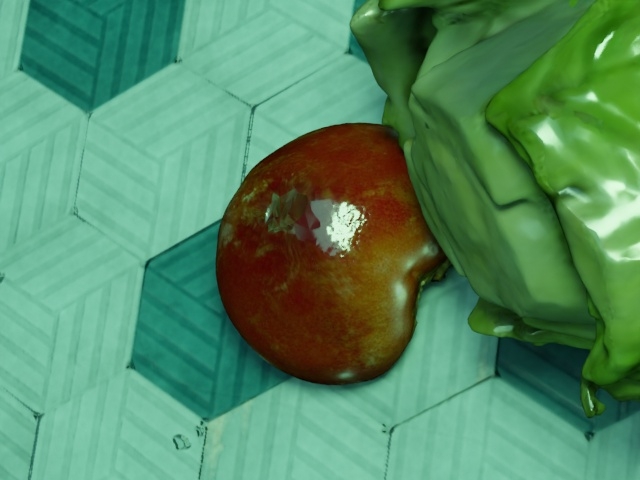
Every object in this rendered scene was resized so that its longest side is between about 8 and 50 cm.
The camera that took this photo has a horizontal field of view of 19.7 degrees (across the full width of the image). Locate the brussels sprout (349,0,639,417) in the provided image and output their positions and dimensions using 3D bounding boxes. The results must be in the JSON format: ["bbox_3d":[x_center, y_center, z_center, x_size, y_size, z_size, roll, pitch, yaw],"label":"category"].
[{"bbox_3d":[0.259,-0.099,1.386,0.361,0.342,0.425,-25,70,-14],"label":"brussels sprout"}]

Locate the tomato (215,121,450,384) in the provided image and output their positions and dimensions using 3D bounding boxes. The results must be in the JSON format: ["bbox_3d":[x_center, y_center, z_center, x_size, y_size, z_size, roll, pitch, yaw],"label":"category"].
[{"bbox_3d":[0.000,0.000,1.568,0.200,0.139,0.233,22,87,32],"label":"tomato"}]
